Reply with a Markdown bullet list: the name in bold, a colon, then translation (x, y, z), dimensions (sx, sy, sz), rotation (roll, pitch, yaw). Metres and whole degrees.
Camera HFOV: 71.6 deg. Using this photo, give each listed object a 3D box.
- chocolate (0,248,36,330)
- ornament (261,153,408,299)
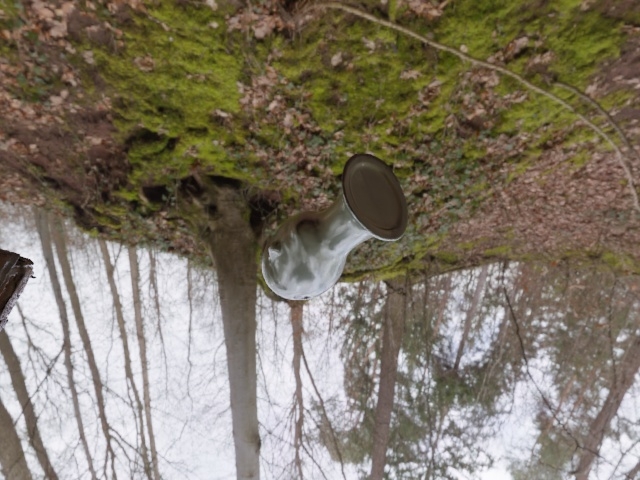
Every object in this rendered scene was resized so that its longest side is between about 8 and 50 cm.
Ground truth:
- **chocolate**: translation (-0.442, 0.143, 0.498), dimensions (0.102, 0.065, 0.330), rotation (24, -125, -20)
- **ornament**: translation (0.000, 0.000, 0.377), dimensions (0.081, 0.156, 0.075), rotation (2, -116, -34)
